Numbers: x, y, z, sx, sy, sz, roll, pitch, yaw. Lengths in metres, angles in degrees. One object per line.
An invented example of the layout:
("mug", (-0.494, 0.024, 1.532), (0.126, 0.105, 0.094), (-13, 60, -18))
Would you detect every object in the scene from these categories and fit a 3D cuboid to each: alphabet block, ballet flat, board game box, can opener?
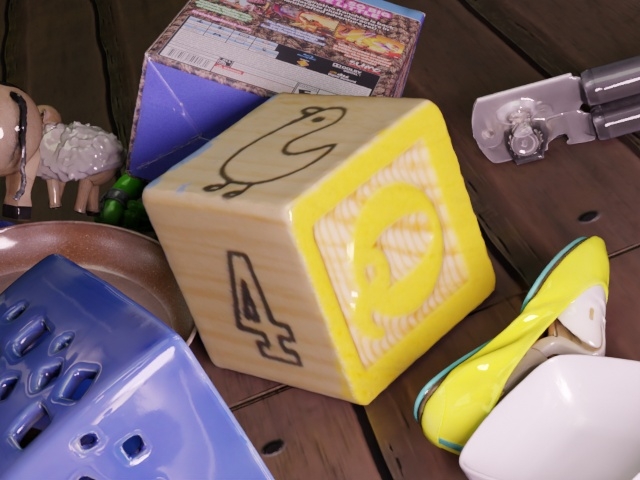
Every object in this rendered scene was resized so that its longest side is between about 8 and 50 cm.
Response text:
("alphabet block", (0.000, 0.000, 1.293), (0.197, 0.193, 0.192), (8, 39, 47))
("ballet flat", (0.167, 0.085, 1.146), (0.077, 0.077, 0.231), (29, 54, 33))
("board game box", (-0.041, -0.157, 1.590), (0.232, 0.141, 0.291), (18, 33, 5))
("can opener", (0.285, -0.149, 1.510), (0.283, 0.076, 0.095), (-15, 26, 11))

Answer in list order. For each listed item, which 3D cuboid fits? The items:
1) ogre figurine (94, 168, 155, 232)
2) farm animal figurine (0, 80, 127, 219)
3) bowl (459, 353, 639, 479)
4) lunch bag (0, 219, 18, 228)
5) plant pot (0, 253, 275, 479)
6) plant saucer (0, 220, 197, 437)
("ogre figurine", (-0.151, -0.070, 1.685), (0.197, 0.097, 0.118), (-28, 39, 22))
("farm animal figurine", (-0.407, -0.123, 1.543), (0.326, 0.172, 0.330), (11, 8, 28))
("bowl", (0.182, 0.141, 1.025), (0.142, 0.053, 0.142), (5, 34, 44))
("lunch bag", (-0.382, 0.077, 1.558), (0.293, 0.138, 0.221), (10, 36, 29))
("plant pot", (-0.169, 0.178, 1.032), (0.212, 0.236, 0.236), (-38, 29, -18))
("plant saucer", (-0.263, 0.086, 1.410), (0.310, 0.050, 0.311), (-1, 33, 1))
